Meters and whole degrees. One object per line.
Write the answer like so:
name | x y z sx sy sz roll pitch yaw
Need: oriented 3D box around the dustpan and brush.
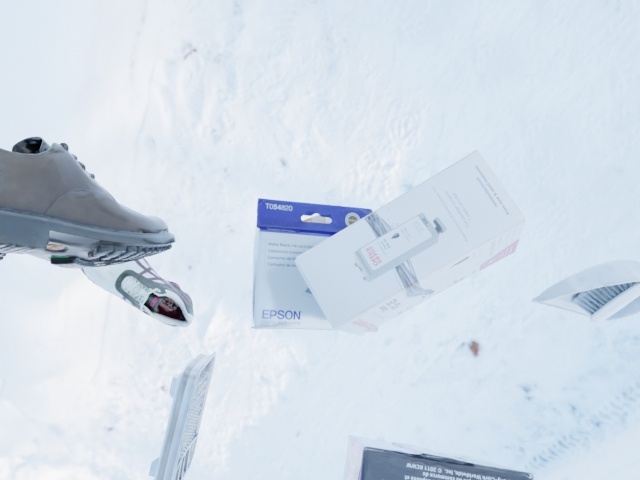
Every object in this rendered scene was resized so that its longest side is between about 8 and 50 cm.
dustpan and brush | 0.399 0.057 0.702 0.147 0.060 0.211 15 135 -26

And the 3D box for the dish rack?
dish rack | -0.350 0.454 1.418 0.072 0.285 0.333 14 88 0

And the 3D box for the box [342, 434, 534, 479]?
box | 0.078 0.322 0.478 0.143 0.270 0.165 10 164 1

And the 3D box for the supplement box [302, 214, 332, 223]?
supplement box | 0.000 0.000 1.122 0.062 0.036 0.098 -19 83 24

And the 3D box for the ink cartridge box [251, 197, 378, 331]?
ink cartridge box | -0.004 0.042 0.951 0.045 0.223 0.224 158 114 -71

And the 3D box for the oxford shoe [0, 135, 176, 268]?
oxford shoe | -0.186 -0.029 0.416 0.083 0.227 0.096 -13 78 17

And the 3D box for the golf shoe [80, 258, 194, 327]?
golf shoe | -0.383 0.096 1.189 0.273 0.105 0.120 35 174 -25

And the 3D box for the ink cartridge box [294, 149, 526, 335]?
ink cartridge box | 0.132 0.020 0.801 0.283 0.207 0.117 -31 72 7
